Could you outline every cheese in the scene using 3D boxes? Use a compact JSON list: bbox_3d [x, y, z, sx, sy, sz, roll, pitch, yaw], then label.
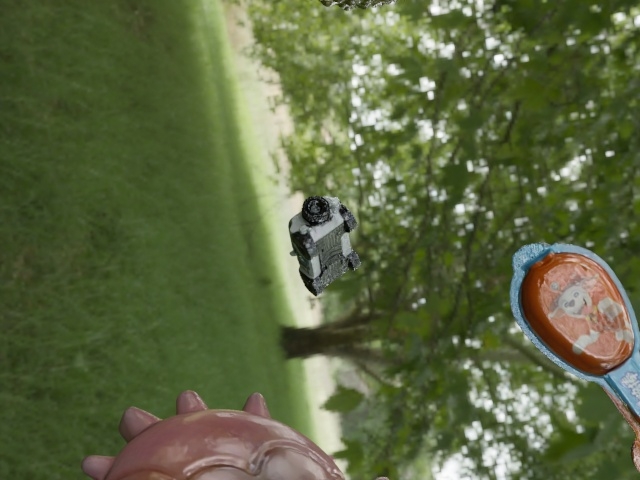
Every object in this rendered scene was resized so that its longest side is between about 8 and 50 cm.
[{"bbox_3d":[0.268,0.106,0.901,0.256,0.106,0.037,55,-7,12],"label":"cheese"}]

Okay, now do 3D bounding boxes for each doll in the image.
[{"bbox_3d":[-0.048,0.187,0.650,0.093,0.262,0.211,-60,-142,37],"label":"doll"}]

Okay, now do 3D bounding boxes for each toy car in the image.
[{"bbox_3d":[0.000,0.000,1.277,0.070,0.080,0.170,47,-16,27],"label":"toy car"}]

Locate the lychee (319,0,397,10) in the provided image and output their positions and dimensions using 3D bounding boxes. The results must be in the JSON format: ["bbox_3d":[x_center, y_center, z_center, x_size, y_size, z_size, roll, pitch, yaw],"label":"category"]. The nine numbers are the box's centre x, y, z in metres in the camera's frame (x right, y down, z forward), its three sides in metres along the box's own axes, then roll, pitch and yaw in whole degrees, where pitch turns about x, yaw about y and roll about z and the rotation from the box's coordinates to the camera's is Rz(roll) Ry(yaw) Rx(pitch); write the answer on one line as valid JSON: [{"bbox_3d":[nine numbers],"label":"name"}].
[{"bbox_3d":[0.033,-0.379,1.056,0.270,0.320,0.270,51,-17,22],"label":"lychee"}]
